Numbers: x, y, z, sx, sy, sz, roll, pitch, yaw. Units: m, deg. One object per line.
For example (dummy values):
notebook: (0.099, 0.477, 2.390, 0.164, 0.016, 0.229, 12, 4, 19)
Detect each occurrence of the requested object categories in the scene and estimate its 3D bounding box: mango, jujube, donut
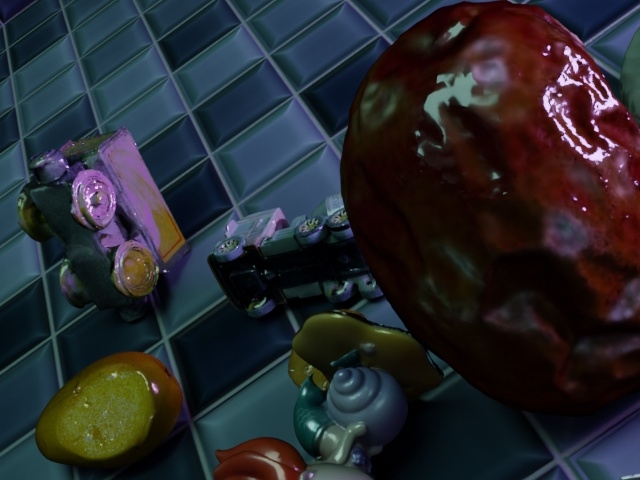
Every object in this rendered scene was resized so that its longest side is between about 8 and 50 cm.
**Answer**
mango: (-0.259, 0.213, 1.202, 0.217, 0.102, 0.141, -23, 63, 23)
jujube: (0.174, -0.017, 0.864, 0.276, 0.377, 0.276, -30, 33, 22)
donut: (0.016, 0.129, 1.111, 0.108, 0.043, 0.097, -43, 38, -5)

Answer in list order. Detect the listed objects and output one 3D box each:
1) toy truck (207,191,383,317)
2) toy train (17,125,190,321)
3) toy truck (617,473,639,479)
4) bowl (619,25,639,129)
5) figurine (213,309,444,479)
toy truck: (0.000, 0.000, 1.216, 0.256, 0.108, 0.140, -13, 30, 26)
toy train: (-0.295, -0.024, 1.364, 0.134, 0.261, 0.177, -8, 28, 33)
toy truck: (0.241, 0.296, 0.711, 0.125, 0.101, 0.242, -19, 43, 16)
bowl: (0.438, -0.193, 1.034, 0.277, 0.145, 0.277, -20, 40, 18)
figurine: (0.003, 0.220, 0.938, 0.208, 0.181, 0.257, 19, 57, 2)
